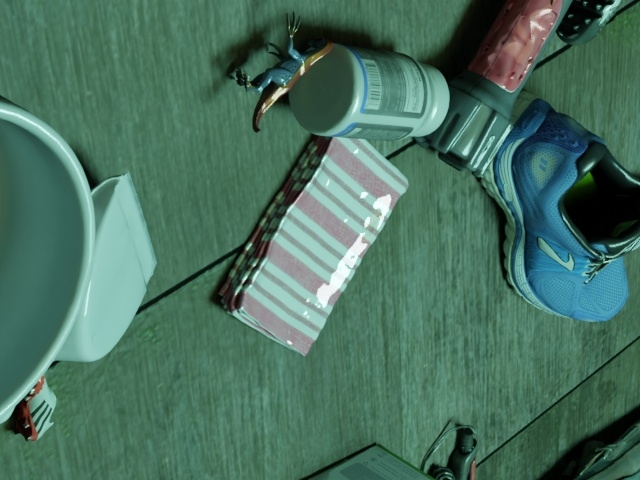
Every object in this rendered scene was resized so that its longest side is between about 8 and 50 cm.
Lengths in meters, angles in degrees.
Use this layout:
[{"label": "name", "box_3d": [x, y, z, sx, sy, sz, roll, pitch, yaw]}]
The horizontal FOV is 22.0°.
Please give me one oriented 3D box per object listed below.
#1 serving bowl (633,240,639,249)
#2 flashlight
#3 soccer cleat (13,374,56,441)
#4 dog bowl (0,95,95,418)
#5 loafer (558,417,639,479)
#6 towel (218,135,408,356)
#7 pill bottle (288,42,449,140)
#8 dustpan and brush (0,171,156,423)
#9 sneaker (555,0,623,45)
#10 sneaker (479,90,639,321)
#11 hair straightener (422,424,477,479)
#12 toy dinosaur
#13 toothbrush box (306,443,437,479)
[{"label": "serving bowl", "box_3d": [0.352, -0.031, 1.862, 0.083, 0.027, 0.083, -29, 133, -36]}, {"label": "flashlight", "box_3d": [0.188, -0.208, 1.499, 0.103, 0.103, 0.304, 31, 90, -27]}, {"label": "soccer cleat", "box_3d": [-0.223, 0.121, 1.293, 0.035, 0.029, 0.083, -33, 139, -45]}, {"label": "dog bowl", "box_3d": [-0.284, 0.014, 1.087, 0.265, 0.104, 0.265, -29, 133, -36]}, {"label": "loafer", "box_3d": [0.359, 0.279, 2.050, 0.267, 0.084, 0.096, -19, 158, -38]}, {"label": "towel", "box_3d": [0.000, 0.000, 1.472, 0.197, 0.029, 0.144, -59, 144, -3]}, {"label": "pill bottle", "box_3d": [0.044, -0.124, 1.401, 0.137, 0.078, 0.078, 1, 112, -50]}, {"label": "dustpan and brush", "box_3d": [-0.196, 0.064, 1.238, 0.147, 0.060, 0.211, 82, 24, -57]}, {"label": "sneaker", "box_3d": [0.304, -0.291, 1.595, 0.106, 0.078, 0.234, 17, 98, -50]}, {"label": "sneaker", "box_3d": [0.267, -0.007, 1.681, 0.130, 0.147, 0.330, -50, 143, -14]}, {"label": "hair straightener", "box_3d": [0.144, 0.303, 1.821, 0.089, 0.047, 0.230, -22, 129, -40]}, {"label": "toy dinosaur", "box_3d": [-0.026, -0.136, 1.324, 0.082, 0.047, 0.090, -11, 93, -15]}, {"label": "toothbrush box", "box_3d": [0.077, 0.385, 1.666, 0.122, 0.206, 0.283, -19, 126, -42]}]
